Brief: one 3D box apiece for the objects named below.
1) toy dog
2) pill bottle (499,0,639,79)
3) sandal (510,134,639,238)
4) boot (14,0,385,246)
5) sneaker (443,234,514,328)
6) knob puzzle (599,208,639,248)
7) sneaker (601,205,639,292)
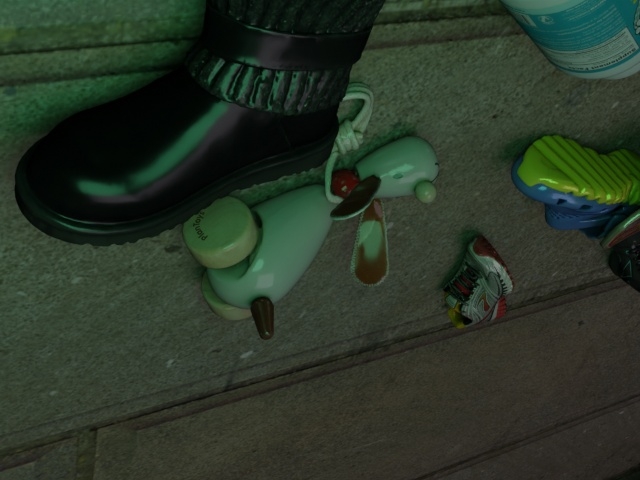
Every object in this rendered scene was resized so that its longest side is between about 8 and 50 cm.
[{"bbox_3d":[0.000,0.000,1.039,0.333,0.161,0.220,-38,147,10],"label":"toy dog"},{"bbox_3d":[0.275,-0.262,0.936,0.146,0.146,0.264,-43,146,16],"label":"pill bottle"},{"bbox_3d":[0.379,-0.064,1.311,0.317,0.126,0.138,7,135,-42],"label":"sandal"},{"bbox_3d":[-0.100,-0.151,0.780,0.348,0.131,0.260,-25,155,-30],"label":"boot"},{"bbox_3d":[0.244,0.077,1.410,0.092,0.088,0.225,-25,146,-9],"label":"sneaker"},{"bbox_3d":[0.496,-0.035,1.336,0.213,0.030,0.213,-32,165,-10],"label":"knob puzzle"},{"bbox_3d":[0.570,0.016,1.583,0.101,0.106,0.267,-33,146,4],"label":"sneaker"}]
